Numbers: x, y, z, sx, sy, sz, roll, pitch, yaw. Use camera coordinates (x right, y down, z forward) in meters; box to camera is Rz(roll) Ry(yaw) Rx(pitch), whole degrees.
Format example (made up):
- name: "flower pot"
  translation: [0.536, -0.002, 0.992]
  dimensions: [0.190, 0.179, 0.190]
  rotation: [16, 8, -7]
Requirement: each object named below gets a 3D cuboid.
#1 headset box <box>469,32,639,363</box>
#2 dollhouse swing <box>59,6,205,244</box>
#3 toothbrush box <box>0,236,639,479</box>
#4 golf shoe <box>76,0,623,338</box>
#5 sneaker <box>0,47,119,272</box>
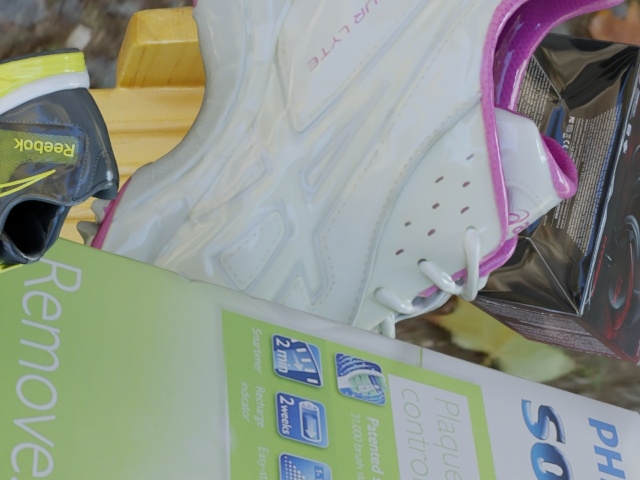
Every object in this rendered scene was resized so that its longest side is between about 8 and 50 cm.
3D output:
- name: "headset box"
  translation: [0.221, -0.025, 1.400]
  dimensions: [0.110, 0.293, 0.218]
  rotation: [12, 82, 23]
- name: "dollhouse swing"
  translation: [-0.192, 0.002, 1.340]
  dimensions: [0.305, 0.315, 0.347]
  rotation: [1, 84, -10]
- name: "toothbrush box"
  translation: [-0.050, 0.120, 0.409]
  dimensions: [0.283, 0.122, 0.206]
  rotation: [20, 44, -23]
- name: "golf shoe"
  translation: [0.000, 0.000, 0.548]
  dimensions: [0.140, 0.115, 0.306]
  rotation: [23, 98, 8]
- name: "sneaker"
  translation: [-0.074, -0.006, 0.339]
  dimensions: [0.031, 0.083, 0.035]
  rotation: [-12, 71, -57]
